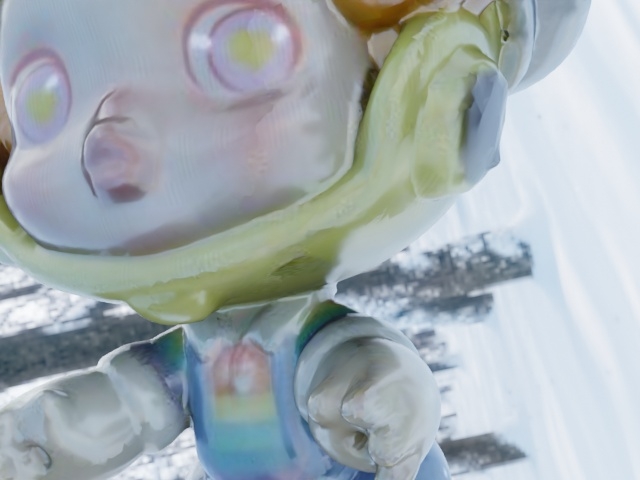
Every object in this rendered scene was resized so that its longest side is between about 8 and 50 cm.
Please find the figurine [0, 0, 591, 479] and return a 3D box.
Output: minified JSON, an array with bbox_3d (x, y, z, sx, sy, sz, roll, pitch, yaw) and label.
[{"bbox_3d":[-0.027,0.005,0.411,0.205,0.225,0.381,-2,-81,-60],"label":"figurine"}]
